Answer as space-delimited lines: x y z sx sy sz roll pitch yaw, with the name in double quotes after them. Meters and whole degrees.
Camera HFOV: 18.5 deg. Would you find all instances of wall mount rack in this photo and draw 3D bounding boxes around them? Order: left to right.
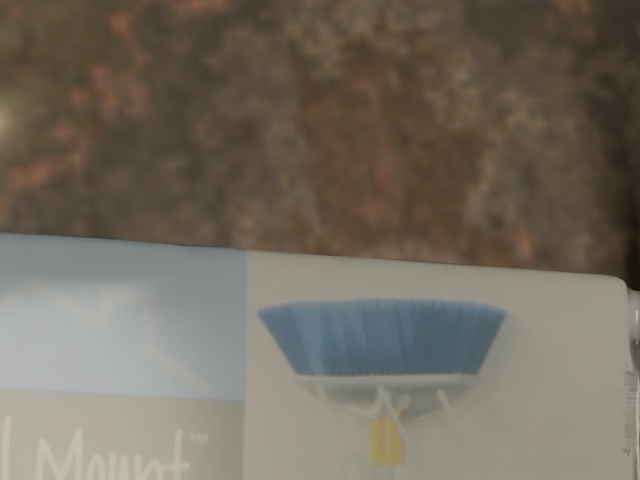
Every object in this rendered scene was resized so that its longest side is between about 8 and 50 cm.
0.000 0.000 0.383 0.350 0.130 0.304 5 77 -16 "wall mount rack"
